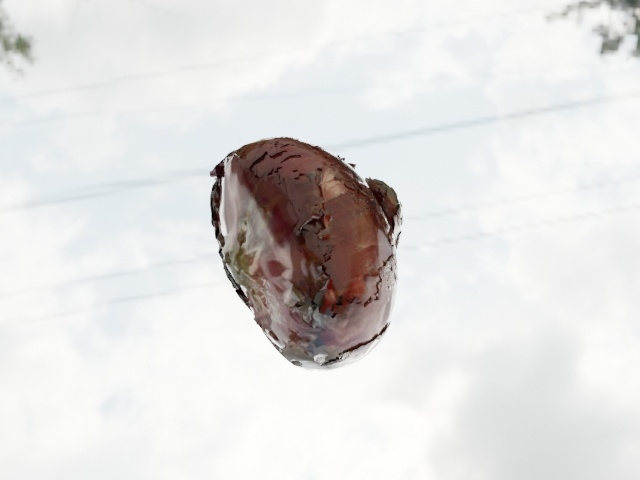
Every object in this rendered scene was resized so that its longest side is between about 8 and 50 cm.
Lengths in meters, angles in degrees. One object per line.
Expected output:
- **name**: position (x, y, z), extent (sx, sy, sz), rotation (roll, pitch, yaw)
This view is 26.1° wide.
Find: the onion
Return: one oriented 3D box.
- **onion**: position (0.000, 0.000, 1.000), extent (0.147, 0.184, 0.184), rotation (-30, -134, -20)
